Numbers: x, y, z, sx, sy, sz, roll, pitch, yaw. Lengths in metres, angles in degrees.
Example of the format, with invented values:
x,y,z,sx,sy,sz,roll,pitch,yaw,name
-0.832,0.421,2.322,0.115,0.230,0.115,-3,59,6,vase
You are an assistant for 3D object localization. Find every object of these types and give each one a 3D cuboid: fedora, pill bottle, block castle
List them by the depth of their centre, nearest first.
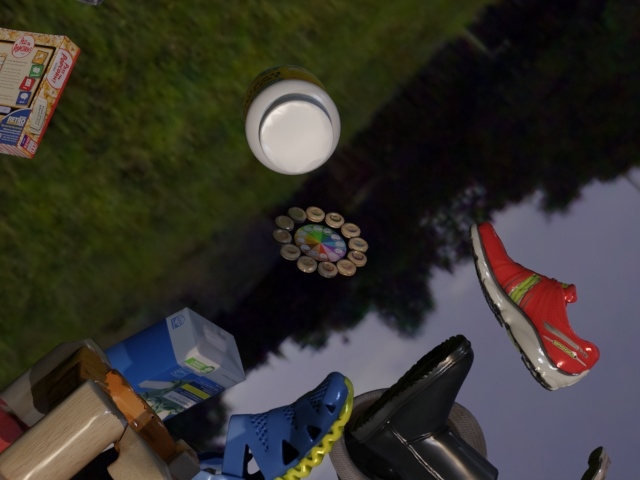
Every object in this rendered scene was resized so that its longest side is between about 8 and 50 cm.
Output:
x,y,z,sx,sy,sz,roll,pitch,yaw,name
-0.159,0.325,1.167,0.213,0.453,0.303,-40,-166,-5,block castle
-0.037,-0.147,1.575,0.117,0.117,0.208,-47,-166,9,pill bottle
0.136,0.377,2.176,0.124,0.275,0.244,109,-22,-48,fedora

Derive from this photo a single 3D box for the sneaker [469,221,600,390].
x,y,z,sx,sy,sz,roll,pitch,yaw,name
0.304,0.083,1.816,0.118,0.279,0.107,-28,153,0,sneaker

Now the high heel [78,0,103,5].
x,y,z,sx,sy,sz,roll,pitch,yaw,name
-0.360,-0.371,1.495,0.186,0.261,0.093,127,-33,-56,high heel

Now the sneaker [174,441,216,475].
x,y,z,sx,sy,sz,roll,pitch,yaw,name
-0.213,0.477,2.179,0.104,0.296,0.147,-20,-178,27,sneaker

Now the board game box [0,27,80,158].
x,y,z,sx,sy,sz,roll,pitch,yaw,name
-0.474,-0.231,1.971,0.045,0.146,0.194,44,63,-56,board game box

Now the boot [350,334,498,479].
x,y,z,sx,sy,sz,roll,pitch,yaw,name
0.193,0.280,1.882,0.246,0.207,0.094,-45,-175,23,boot

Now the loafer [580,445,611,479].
x,y,z,sx,sy,sz,roll,pitch,yaw,name
0.485,0.407,2.215,0.045,0.039,0.125,-39,-173,34,loafer

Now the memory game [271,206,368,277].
x,y,z,sx,sy,sz,roll,pitch,yaw,name
0.000,0.000,2.324,0.186,0.186,0.012,-50,167,-49,memory game

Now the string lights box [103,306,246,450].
x,y,z,sx,sy,sz,roll,pitch,yaw,name
-0.249,0.196,1.737,0.259,0.077,0.133,-28,149,15,string lights box

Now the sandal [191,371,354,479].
x,y,z,sx,sy,sz,roll,pitch,yaw,name
-0.083,0.298,1.826,0.317,0.138,0.126,-44,-176,4,sandal
